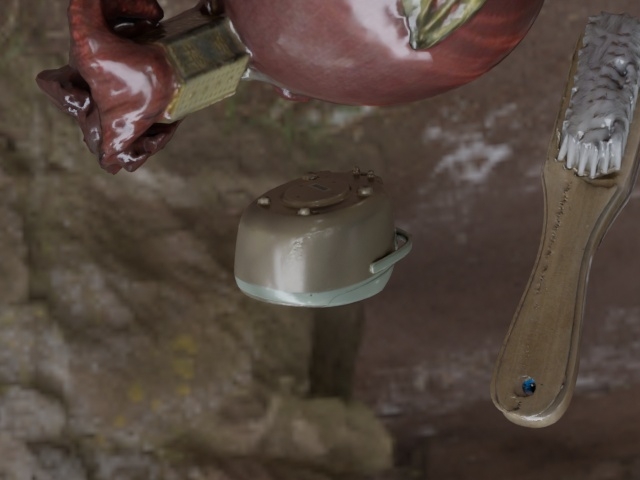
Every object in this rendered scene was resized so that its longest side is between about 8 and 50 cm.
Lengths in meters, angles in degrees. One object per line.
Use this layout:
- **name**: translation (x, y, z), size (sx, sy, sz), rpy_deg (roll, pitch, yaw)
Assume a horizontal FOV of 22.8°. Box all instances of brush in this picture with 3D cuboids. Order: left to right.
- **brush**: translation (0.178, -0.029, 1.101), size (0.070, 0.327, 0.065), rpy_deg (11, 155, 17)

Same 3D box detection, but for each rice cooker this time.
- **rice cooker**: translation (0.000, 0.000, 1.668), size (0.145, 0.127, 0.206), rpy_deg (17, -149, 37)

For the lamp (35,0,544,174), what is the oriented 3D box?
- **lamp**: translation (0.010, -0.115, 0.695), size (0.215, 0.151, 0.223), rpy_deg (-23, 154, -54)
